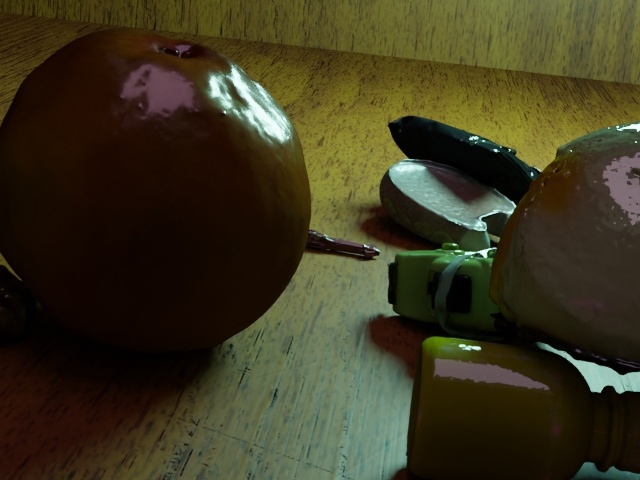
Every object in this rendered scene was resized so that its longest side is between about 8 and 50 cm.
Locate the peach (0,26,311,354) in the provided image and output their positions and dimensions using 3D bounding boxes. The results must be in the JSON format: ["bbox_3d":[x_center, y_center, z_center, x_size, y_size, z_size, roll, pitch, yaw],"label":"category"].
[{"bbox_3d":[-0.170,-0.058,1.208,0.342,0.302,0.343,18,14,-5],"label":"peach"}]

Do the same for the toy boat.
[{"bbox_3d":[0.179,-0.037,1.717,0.155,0.085,0.227,-21,42,-40],"label":"toy boat"}]

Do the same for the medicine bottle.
[{"bbox_3d":[0.184,0.152,0.996,0.212,0.122,0.122,7,17,2],"label":"medicine bottle"}]

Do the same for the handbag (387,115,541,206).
[{"bbox_3d":[0.248,-0.111,1.848,0.211,0.089,0.254,18,-9,39],"label":"handbag"}]

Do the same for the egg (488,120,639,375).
[{"bbox_3d":[0.308,-0.002,1.038,0.337,0.201,0.337,3,10,-1],"label":"egg"}]

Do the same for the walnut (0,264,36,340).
[{"bbox_3d":[-0.375,0.058,1.206,0.170,0.069,0.143,-2,17,-32],"label":"walnut"}]

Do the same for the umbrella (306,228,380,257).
[{"bbox_3d":[0.000,0.000,1.594,0.165,0.025,0.027,11,-4,11],"label":"umbrella"}]

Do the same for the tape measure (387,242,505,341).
[{"bbox_3d":[0.193,0.060,1.332,0.200,0.106,0.175,4,3,-13],"label":"tape measure"}]
